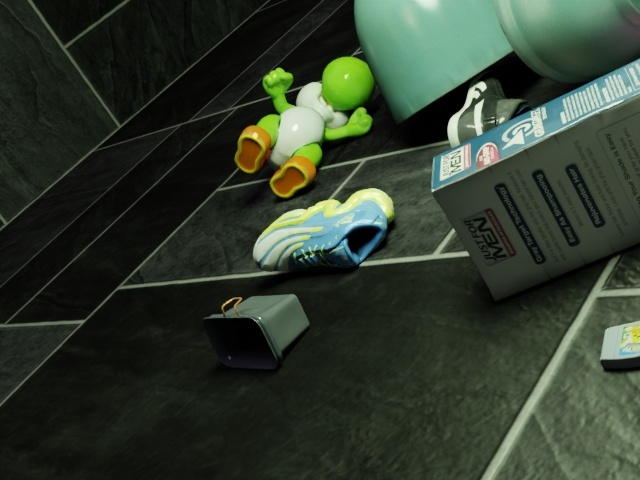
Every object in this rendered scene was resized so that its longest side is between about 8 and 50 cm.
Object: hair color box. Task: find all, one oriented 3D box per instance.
[{"bbox_3d":[0.319,-0.083,1.125,0.347,0.173,0.105,-25,23,19],"label":"hair color box"}]

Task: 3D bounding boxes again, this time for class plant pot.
[{"bbox_3d":[0.197,-0.379,1.722,0.293,0.235,0.293,-32,4,2],"label":"plant pot"},{"bbox_3d":[0.426,-0.386,1.435,0.293,0.293,0.196,-42,20,-20],"label":"plant pot"}]

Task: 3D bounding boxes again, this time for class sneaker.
[{"bbox_3d":[0.000,0.000,1.501,0.240,0.091,0.126,-27,23,14],"label":"sneaker"},{"bbox_3d":[0.295,-0.210,1.577,0.121,0.079,0.217,-4,34,31],"label":"sneaker"}]

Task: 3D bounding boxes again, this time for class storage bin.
[{"bbox_3d":[-0.089,0.116,1.389,0.135,0.098,0.091,-7,23,48],"label":"storage bin"}]

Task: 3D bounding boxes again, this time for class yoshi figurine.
[{"bbox_3d":[-0.006,-0.254,1.936,0.203,0.203,0.362,2,36,31],"label":"yoshi figurine"}]

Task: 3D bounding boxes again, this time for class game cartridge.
[{"bbox_3d":[0.316,0.100,0.961,0.083,0.017,0.056,-18,30,33],"label":"game cartridge"}]
